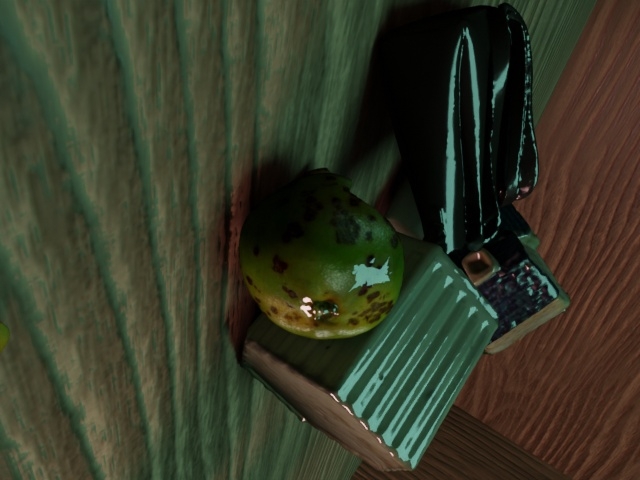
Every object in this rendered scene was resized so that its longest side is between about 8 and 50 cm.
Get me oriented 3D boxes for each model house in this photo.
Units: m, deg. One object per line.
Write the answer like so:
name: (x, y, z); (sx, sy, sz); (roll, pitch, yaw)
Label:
model house: (0.290, 0.037, 1.022); (0.243, 0.298, 0.284); (-37, 153, 15)

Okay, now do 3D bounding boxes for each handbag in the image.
handbag: (0.180, -0.135, 0.638); (0.285, 0.113, 0.257); (-34, 120, -52)

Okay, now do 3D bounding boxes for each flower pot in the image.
flower pot: (0.047, 0.114, 0.602); (0.190, 0.209, 0.239); (-51, 173, -22)

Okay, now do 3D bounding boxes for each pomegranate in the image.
pomegranate: (-0.012, 0.003, 0.475); (0.122, 0.169, 0.143); (-8, 142, -20)

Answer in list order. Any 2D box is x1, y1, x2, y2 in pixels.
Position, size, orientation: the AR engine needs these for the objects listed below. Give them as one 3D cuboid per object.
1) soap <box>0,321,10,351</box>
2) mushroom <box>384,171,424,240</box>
soap: (-0.181, 0.043, 0.256); (0.034, 0.012, 0.089); (-54, 160, -16)
mushroom: (0.229, -0.137, 0.856); (0.397, 0.126, 0.177); (-59, 163, -11)
